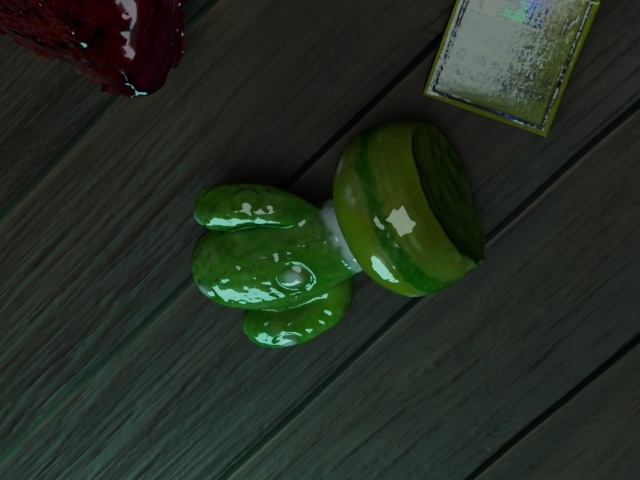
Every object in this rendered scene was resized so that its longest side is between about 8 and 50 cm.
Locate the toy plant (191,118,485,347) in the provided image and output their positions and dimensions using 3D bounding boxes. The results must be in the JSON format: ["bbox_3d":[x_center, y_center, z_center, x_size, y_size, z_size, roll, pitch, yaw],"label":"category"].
[{"bbox_3d":[0.000,0.000,1.824,0.315,0.184,0.224,-24,125,25],"label":"toy plant"}]

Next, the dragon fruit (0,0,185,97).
[{"bbox_3d":[-0.279,-0.272,1.710,0.302,0.240,0.330,-29,98,35],"label":"dragon fruit"}]

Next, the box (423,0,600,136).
[{"bbox_3d":[0.207,-0.234,1.759,0.141,0.064,0.220,19,113,0],"label":"box"}]
